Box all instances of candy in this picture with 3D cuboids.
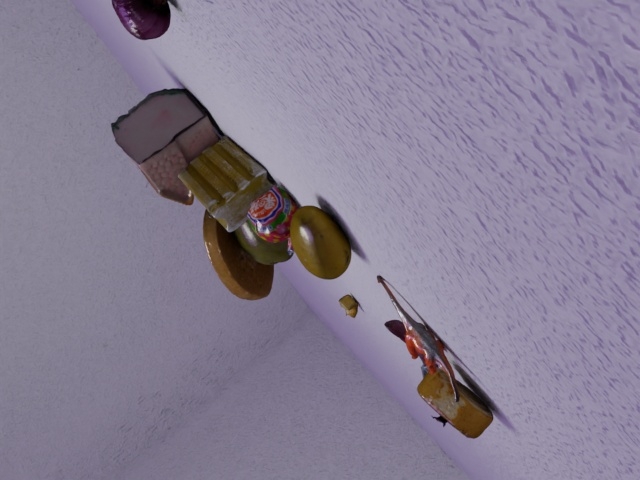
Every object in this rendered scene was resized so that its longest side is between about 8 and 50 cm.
[{"bbox_3d":[-0.052,-0.005,1.833,0.124,0.124,0.365,45,-178,38],"label":"candy"}]

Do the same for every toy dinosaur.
[{"bbox_3d":[0.186,0.183,1.409,0.279,0.055,0.101,48,164,30],"label":"toy dinosaur"}]

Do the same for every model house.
[{"bbox_3d":[-0.398,-0.251,2.023,0.202,0.237,0.237,41,166,35],"label":"model house"}]

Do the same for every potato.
[{"bbox_3d":[-0.174,-0.038,2.129,0.174,0.159,0.251,-15,116,34],"label":"potato"}]

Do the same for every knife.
[{"bbox_3d":[0.207,0.243,1.585,0.278,0.053,0.123,57,175,-39],"label":"knife"}]

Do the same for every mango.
[{"bbox_3d":[0.000,0.000,1.446,0.137,0.098,0.195,50,167,23],"label":"mango"}]

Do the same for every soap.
[{"bbox_3d":[-0.239,-0.147,1.867,0.089,0.173,0.274,50,175,-39],"label":"soap"}]

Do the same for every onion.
[{"bbox_3d":[-0.295,-0.396,1.244,0.104,0.115,0.115,-15,126,32],"label":"onion"}]

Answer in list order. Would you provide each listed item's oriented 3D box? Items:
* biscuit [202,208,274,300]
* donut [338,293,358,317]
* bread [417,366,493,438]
[{"bbox_3d":[-0.243,-0.005,2.252,0.385,0.062,0.365,56,-148,-48],"label":"biscuit"},{"bbox_3d":[0.082,0.194,2.121,0.038,0.067,0.083,27,128,30],"label":"donut"},{"bbox_3d":[0.259,0.317,1.438,0.149,0.073,0.122,41,-171,22],"label":"bread"}]
